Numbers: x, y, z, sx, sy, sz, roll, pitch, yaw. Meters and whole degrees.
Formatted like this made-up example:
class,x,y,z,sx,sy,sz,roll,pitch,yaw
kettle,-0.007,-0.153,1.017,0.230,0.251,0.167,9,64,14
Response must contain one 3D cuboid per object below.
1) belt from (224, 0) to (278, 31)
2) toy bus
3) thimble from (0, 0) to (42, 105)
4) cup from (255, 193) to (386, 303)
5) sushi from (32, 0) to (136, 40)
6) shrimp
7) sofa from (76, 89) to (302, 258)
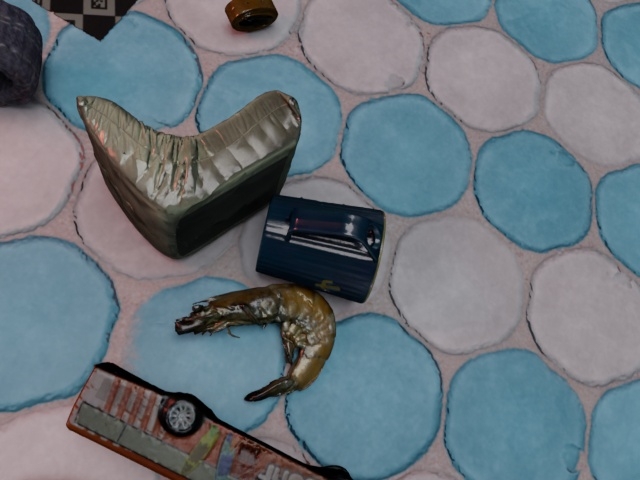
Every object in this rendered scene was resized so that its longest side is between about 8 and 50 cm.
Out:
class,x,y,z,sx,sy,sz,roll,pitch,yaw
belt,-0.110,-0.361,0.903,0.083,0.059,0.036,-19,77,-30
toy bus,-0.094,0.266,0.672,0.408,0.093,0.092,28,75,-2
thimble,-0.444,-0.246,0.734,0.150,0.150,0.098,2,76,-13
cup,0.000,0.000,0.747,0.155,0.176,0.131,12,71,-3
sushi,-0.379,-0.455,0.874,0.231,0.047,0.220,30,67,-2
shrimp,-0.079,0.133,0.746,0.217,0.051,0.150,-3,79,-19
sofa,-0.158,-0.111,0.728,0.225,0.210,0.176,-36,81,-19
